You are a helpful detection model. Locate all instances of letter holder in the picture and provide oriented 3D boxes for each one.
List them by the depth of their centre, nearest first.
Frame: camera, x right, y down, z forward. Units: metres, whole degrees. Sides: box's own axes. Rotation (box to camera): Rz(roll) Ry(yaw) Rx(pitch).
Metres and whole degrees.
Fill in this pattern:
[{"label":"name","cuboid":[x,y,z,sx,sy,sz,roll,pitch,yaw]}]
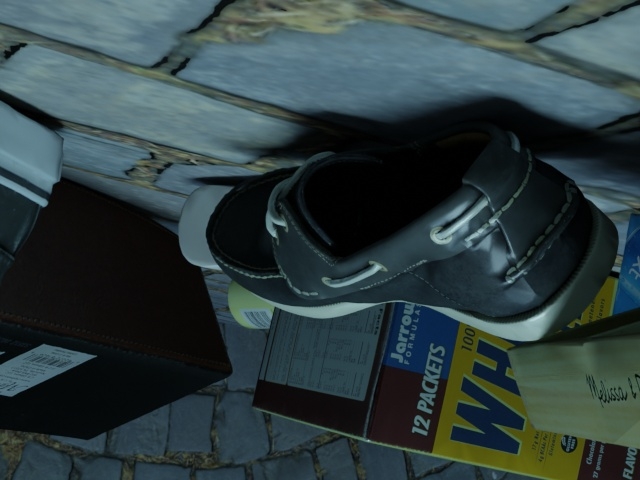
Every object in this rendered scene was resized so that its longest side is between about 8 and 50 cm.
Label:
[{"label":"letter holder","cuboid":[-0.227,0.011,0.901,0.152,0.214,0.302,-26,157,20]}]

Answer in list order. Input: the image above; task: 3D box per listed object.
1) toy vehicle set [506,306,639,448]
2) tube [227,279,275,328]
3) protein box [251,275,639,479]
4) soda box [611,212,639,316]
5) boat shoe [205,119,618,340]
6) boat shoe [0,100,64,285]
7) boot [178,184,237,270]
[{"label":"toy vehicle set","cuboid":[0.170,0.024,0.379,0.166,0.035,0.267,-17,176,-7]},{"label":"tube","cuboid":[0.016,0.047,1.072,0.240,0.062,0.070,-4,-153,49]},{"label":"protein box","cuboid":[0.090,0.078,0.838,0.200,0.136,0.201,15,173,-21]},{"label":"soda box","cuboid":[0.233,0.045,0.607,0.210,0.071,0.067,18,171,-39]},{"label":"boat shoe","cuboid":[0.016,-0.014,0.524,0.079,0.084,0.233,35,162,-31]},{"label":"boat shoe","cuboid":[-0.233,-0.036,0.537,0.121,0.119,0.335,8,172,30]},{"label":"boot","cuboid":[0.000,0.000,0.705,0.086,0.069,0.190,8,-176,-36]}]
